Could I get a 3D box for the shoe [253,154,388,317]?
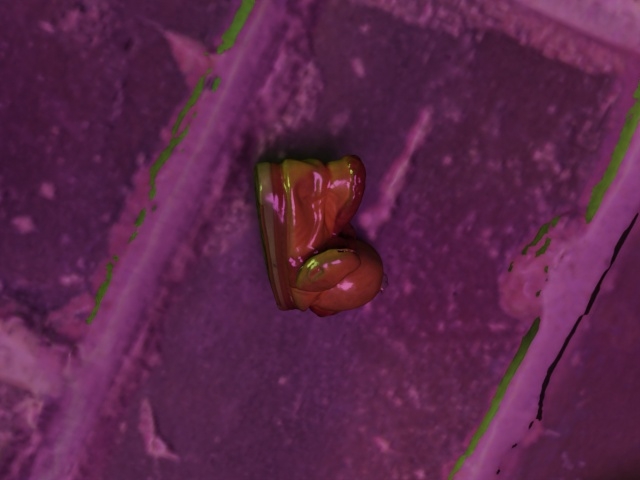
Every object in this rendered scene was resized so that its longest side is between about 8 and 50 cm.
[{"bbox_3d":[0.000,0.000,0.942,0.069,0.072,0.109,-14,111,1],"label":"shoe"}]
